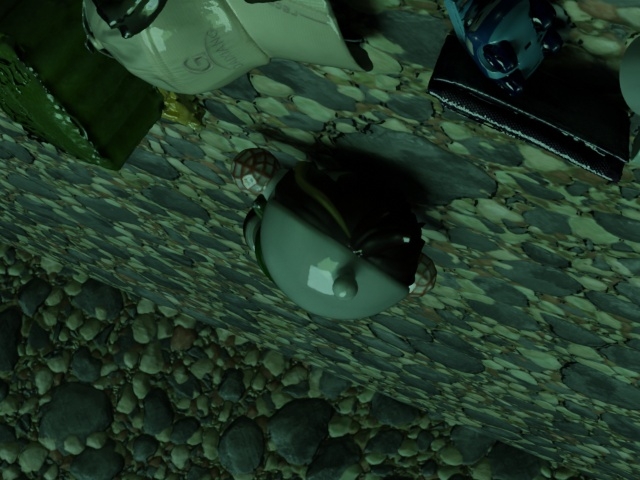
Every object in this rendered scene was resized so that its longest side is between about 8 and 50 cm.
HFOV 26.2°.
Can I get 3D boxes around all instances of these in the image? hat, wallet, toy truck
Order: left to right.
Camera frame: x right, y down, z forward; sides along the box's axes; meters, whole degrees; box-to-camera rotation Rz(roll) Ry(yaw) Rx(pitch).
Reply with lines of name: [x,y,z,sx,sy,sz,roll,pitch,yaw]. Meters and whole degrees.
hat: [-0.077,-0.167,1.161,0.226,0.164,0.219,40,177,30]
toy truck: [0.127,-0.166,1.002,0.074,0.063,0.136,40,172,27]
wallet: [0.166,-0.107,1.086,0.166,0.030,0.111,25,-152,0]

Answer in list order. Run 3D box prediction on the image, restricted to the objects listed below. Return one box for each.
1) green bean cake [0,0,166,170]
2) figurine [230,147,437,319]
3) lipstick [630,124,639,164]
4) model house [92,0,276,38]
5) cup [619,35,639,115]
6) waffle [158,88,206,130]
green bean cake: [-0.279,-0.181,1.399,0.200,0.113,0.214,25,160,41]
figurine: [0.000,0.000,1.597,0.281,0.167,0.370,32,173,-16]
lipstick: [0.372,-0.038,1.070,0.264,0.059,0.059,22,166,3]
model house: [0.017,-0.209,0.782,0.278,0.205,0.218,11,-149,-29]
cup: [0.279,-0.113,0.947,0.104,0.074,0.116,-1,-175,-32]
waffle: [-0.172,-0.177,1.479,0.125,0.032,0.191,24,165,-3]
